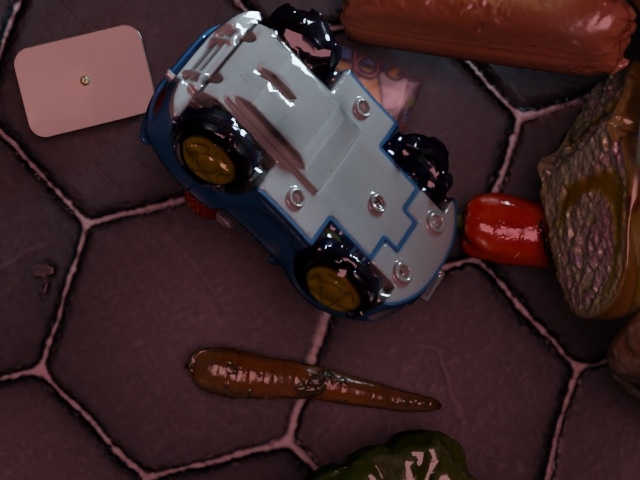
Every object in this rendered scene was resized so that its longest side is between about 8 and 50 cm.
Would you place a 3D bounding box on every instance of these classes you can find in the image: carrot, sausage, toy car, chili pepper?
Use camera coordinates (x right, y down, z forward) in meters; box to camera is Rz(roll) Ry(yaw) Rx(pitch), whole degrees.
[{"bbox_3d":[-0.005,0.140,1.740,0.254,0.049,0.049,9,87,-9],"label":"carrot"},{"bbox_3d":[0.153,-0.210,1.703,0.289,0.086,0.086,9,87,18],"label":"sausage"},{"bbox_3d":[-0.019,-0.056,1.628,0.314,0.166,0.198,45,54,-16],"label":"toy car"},{"bbox_3d":[0.217,-0.008,1.751,0.272,0.063,0.071,5,63,-7],"label":"chili pepper"}]

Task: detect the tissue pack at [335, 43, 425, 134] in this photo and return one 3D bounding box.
[{"bbox_3d":[0.007,-0.128,1.736,0.155,0.065,0.115,24,85,-4],"label":"tissue pack"}]

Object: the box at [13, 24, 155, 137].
[{"bbox_3d":[-0.226,-0.152,1.734,0.126,0.031,0.091,-15,89,-6],"label":"box"}]

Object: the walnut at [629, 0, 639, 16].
[{"bbox_3d":[0.442,-0.236,1.667,0.306,0.306,0.344,-27,79,-5],"label":"walnut"}]

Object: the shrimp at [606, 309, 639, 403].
[{"bbox_3d":[0.470,0.146,1.693,0.446,0.221,0.110,22,55,-24],"label":"shrimp"}]

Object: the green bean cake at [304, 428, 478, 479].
[{"bbox_3d":[0.055,0.322,1.679,0.250,0.156,0.247,-25,89,-5],"label":"green bean cake"}]

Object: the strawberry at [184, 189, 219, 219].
[{"bbox_3d":[-0.099,-0.054,1.718,0.073,0.083,0.073,0,93,3],"label":"strawberry"}]

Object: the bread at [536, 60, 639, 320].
[{"bbox_3d":[0.302,-0.054,1.681,0.156,0.158,0.260,2,67,-26],"label":"bread"}]
